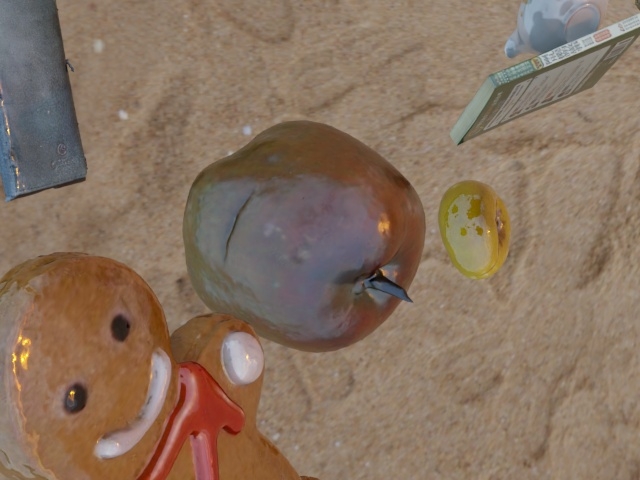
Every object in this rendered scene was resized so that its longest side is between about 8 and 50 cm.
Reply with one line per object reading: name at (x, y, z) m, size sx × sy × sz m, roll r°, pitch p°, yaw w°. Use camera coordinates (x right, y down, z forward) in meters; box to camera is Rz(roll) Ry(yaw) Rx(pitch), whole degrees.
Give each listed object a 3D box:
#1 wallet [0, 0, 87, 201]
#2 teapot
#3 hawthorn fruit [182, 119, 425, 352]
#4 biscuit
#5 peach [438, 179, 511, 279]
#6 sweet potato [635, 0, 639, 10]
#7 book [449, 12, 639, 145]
wallet at (-0.503, -0.270, 1.769) m, size 0.046 × 0.190 × 0.379 m, roll -2°, pitch 103°, yaw 37°
teapot at (0.366, -0.346, 1.522) m, size 0.226 × 0.145 × 0.092 m, roll -53°, pitch 47°, yaw 17°
hawthorn fruit at (0.000, 0.000, 1.217) m, size 0.300 × 0.267 × 0.268 m, roll 22°, pitch 108°, yaw 36°
biscuit at (-0.075, 0.137, 0.557) m, size 0.049 × 0.205 × 0.324 m, roll -1°, pitch 129°, yaw 34°
peach at (0.268, -0.016, 1.788) m, size 0.103 × 0.179 × 0.179 m, roll -10°, pitch 96°, yaw 25°
sweet potato at (0.407, -0.316, 1.009) m, size 0.243 × 0.077 × 0.077 m, roll -33°, pitch 87°, yaw 28°
book at (0.332, -0.235, 1.528) m, size 0.264 × 0.202 × 0.027 m, roll -24°, pitch 78°, yaw -16°
